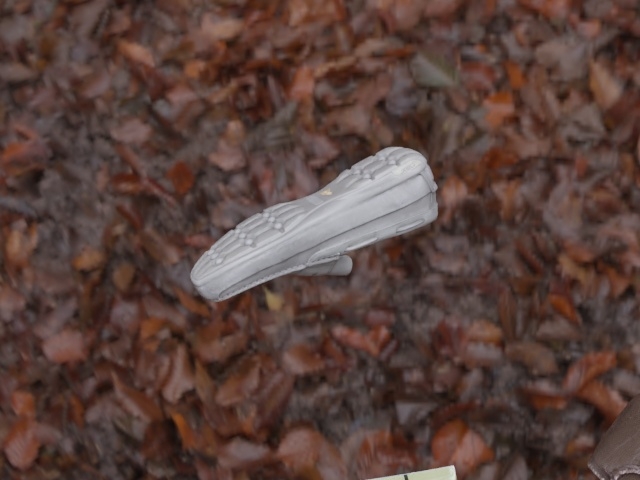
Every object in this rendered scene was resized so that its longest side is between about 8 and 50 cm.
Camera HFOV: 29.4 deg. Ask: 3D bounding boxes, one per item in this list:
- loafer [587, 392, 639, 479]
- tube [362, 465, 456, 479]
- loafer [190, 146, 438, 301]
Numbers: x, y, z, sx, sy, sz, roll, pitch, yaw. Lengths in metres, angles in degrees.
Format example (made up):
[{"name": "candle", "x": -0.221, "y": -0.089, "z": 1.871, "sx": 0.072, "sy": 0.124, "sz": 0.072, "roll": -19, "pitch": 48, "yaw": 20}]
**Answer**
[{"name": "loafer", "x": 0.342, "y": 0.279, "z": 1.089, "sx": 0.130, "sy": 0.366, "sz": 0.134, "roll": -31, "pitch": 18, "yaw": 4}, {"name": "tube", "x": 0.093, "y": 0.304, "z": 0.969, "sx": 0.070, "sy": 0.062, "sz": 0.240, "roll": -11, "pitch": 81, "yaw": -9}, {"name": "loafer", "x": 0.000, "y": 0.000, "z": 1.458, "sx": 0.319, "sy": 0.112, "sz": 0.112, "roll": -26, "pitch": 23, "yaw": -8}]
